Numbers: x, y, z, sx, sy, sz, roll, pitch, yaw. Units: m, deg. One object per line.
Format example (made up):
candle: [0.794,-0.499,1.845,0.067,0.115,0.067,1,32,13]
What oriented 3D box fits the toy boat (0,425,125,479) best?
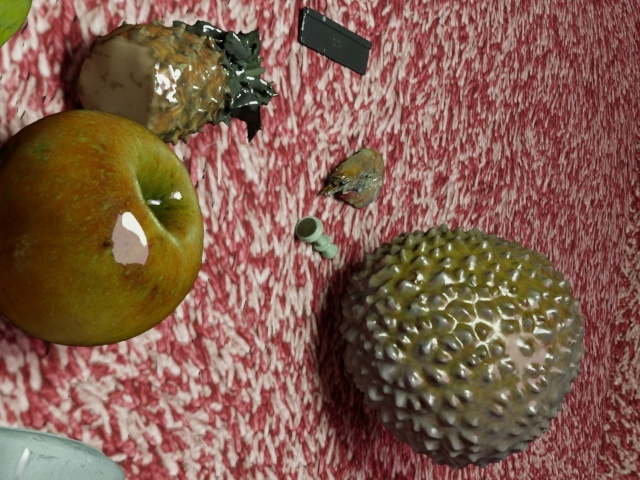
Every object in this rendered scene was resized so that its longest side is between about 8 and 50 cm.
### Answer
toy boat: [-0.284,0.240,0.907,0.260,0.085,0.078,45,54,-59]

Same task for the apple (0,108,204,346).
apple: [-0.237,-0.007,0.883,0.237,0.207,0.237,48,33,-46]

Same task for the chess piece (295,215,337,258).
chess piece: [0.000,0.000,1.348,0.093,0.042,0.042,45,54,-51]

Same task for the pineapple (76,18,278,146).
pineapple: [-0.144,-0.188,1.057,0.170,0.141,0.310,57,30,2]

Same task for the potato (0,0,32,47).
potato: [-0.333,-0.281,0.753,0.186,0.148,0.253,-48,125,-56]

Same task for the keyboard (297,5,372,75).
keyboard: [0.025,-0.319,1.406,0.195,0.018,0.060,12,88,-55]

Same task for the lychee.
lychee: [0.221,0.160,1.384,0.432,0.380,0.380,32,63,-36]

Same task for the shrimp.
shrimp: [0.059,-0.096,1.433,0.190,0.042,0.101,-24,117,-54]
